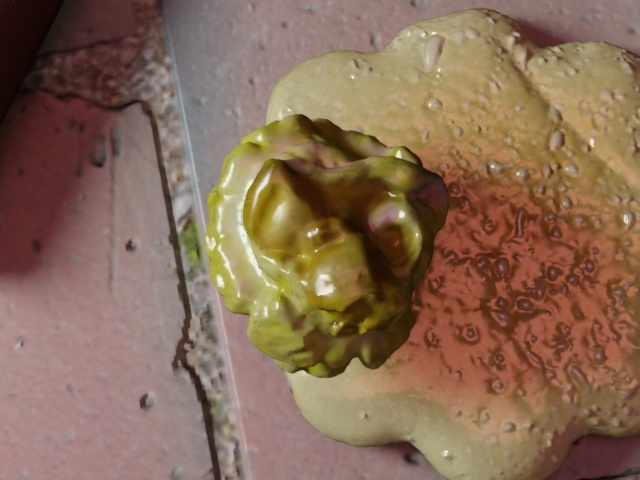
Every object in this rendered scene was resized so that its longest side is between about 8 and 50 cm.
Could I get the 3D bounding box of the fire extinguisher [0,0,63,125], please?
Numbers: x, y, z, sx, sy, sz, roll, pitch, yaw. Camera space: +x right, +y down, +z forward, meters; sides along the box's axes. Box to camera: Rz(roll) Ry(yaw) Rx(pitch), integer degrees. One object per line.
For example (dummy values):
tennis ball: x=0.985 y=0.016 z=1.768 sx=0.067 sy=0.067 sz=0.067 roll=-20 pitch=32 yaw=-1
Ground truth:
fire extinguisher: x=-0.219 y=-0.123 z=0.821 sx=0.105 sy=0.105 sz=0.269 roll=24 pitch=79 yaw=6

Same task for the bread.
bread: x=0.097 y=-0.001 z=0.818 sx=0.316 sy=0.054 sz=0.316 roll=0 pitch=76 yaw=0

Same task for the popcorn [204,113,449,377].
popcorn: x=0.000 y=0.000 z=0.731 sx=0.126 sy=0.126 sz=0.145 roll=17 pitch=54 yaw=-19
